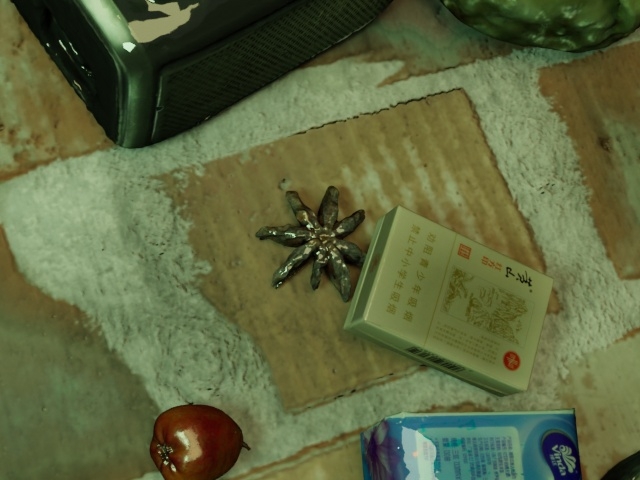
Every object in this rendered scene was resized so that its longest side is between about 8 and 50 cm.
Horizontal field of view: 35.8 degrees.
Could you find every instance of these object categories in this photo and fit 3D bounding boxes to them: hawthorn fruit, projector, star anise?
[{"bbox_3d":[-0.116,0.199,0.970,0.093,0.081,0.081,-3,70,-44],"label":"hawthorn fruit"},{"bbox_3d":[-0.140,-0.368,1.061,0.405,0.242,0.395,-33,80,-21],"label":"projector"},{"bbox_3d":[0.000,-0.002,1.075,0.141,0.042,0.141,4,70,-12],"label":"star anise"}]

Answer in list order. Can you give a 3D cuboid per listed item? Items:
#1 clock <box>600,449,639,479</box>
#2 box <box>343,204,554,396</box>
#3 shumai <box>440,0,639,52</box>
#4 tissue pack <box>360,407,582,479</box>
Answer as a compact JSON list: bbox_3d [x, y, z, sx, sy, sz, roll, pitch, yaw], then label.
[{"bbox_3d":[0.403,0.351,1.035,0.281,0.055,0.280,3,71,-10],"label":"clock"},{"bbox_3d":[0.139,0.067,1.056,0.201,0.058,0.141,23,68,-13],"label":"box"},{"bbox_3d":[0.308,-0.432,1.127,0.395,0.348,0.395,2,71,-6],"label":"shumai"},{"bbox_3d":[0.147,0.303,0.947,0.198,0.146,0.263,1,71,-13],"label":"tissue pack"}]
